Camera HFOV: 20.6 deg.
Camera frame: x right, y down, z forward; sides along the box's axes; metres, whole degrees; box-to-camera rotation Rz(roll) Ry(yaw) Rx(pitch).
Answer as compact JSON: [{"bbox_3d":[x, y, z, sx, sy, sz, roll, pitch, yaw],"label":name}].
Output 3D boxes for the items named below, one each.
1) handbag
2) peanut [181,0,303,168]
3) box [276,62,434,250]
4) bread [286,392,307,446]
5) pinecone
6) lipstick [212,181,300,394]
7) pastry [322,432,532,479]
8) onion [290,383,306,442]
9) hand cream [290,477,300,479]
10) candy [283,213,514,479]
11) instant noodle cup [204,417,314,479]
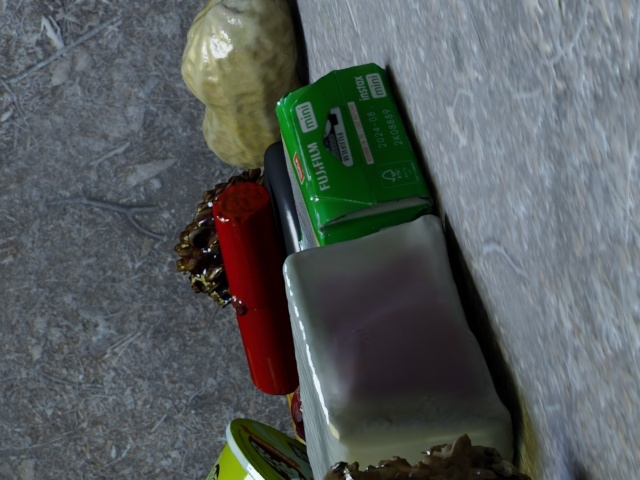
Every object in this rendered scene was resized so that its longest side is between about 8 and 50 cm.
[{"bbox_3d":[0.001,0.000,2.001,0.308,0.093,0.253,94,163,-74],"label":"handbag"},{"bbox_3d":[-0.090,-0.196,2.166,0.313,0.149,0.149,80,174,-58],"label":"peanut"},{"bbox_3d":[0.036,-0.016,1.562,0.250,0.103,0.180,80,174,-55],"label":"box"},{"bbox_3d":[0.000,0.127,2.244,0.239,0.111,0.246,99,158,-71],"label":"bread"},{"bbox_3d":[-0.094,0.006,2.490,0.221,0.221,0.221,166,90,-85],"label":"pinecone"},{"bbox_3d":[-0.069,0.061,2.009,0.073,0.073,0.279,-111,8,-50],"label":"lipstick"},{"bbox_3d":[0.068,0.265,1.154,0.193,0.275,0.274,34,-140,-80],"label":"pastry"},{"bbox_3d":[0.048,0.170,1.937,0.150,0.150,0.140,90,-165,-69],"label":"onion"},{"bbox_3d":[0.003,0.265,1.489,0.165,0.037,0.057,-118,20,-46],"label":"hand cream"},{"bbox_3d":[0.066,0.164,1.482,0.358,0.145,0.208,85,169,-55],"label":"candy"},{"bbox_3d":[-0.039,0.359,1.819,0.311,0.221,0.311,38,-174,-4],"label":"instant noodle cup"}]
